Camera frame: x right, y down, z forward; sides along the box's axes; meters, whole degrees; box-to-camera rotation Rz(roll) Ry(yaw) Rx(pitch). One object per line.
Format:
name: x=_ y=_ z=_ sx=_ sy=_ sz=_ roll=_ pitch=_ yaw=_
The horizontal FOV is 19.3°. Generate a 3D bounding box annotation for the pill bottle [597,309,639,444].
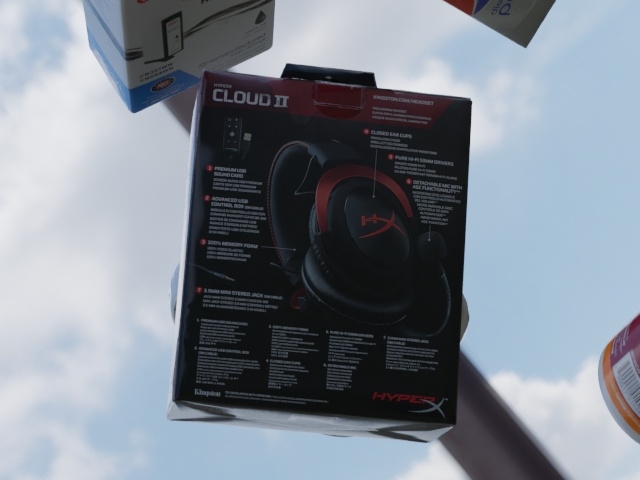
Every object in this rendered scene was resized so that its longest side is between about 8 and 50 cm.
pill bottle: x=0.222 y=0.047 z=1.005 sx=0.086 sy=0.086 sz=0.152 roll=-21 pitch=-21 yaw=-41

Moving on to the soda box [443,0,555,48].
soda box: x=0.112 y=-0.272 z=1.724 sx=0.286 sy=0.098 sz=0.091 roll=20 pitch=-75 yaw=-53

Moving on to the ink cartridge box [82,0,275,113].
ink cartridge box: x=-0.118 y=-0.213 z=1.578 sx=0.148 sy=0.086 sz=0.203 roll=-27 pitch=-20 yaw=-13

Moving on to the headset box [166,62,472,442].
headset box: x=0.000 y=0.000 z=1.477 sx=0.218 sy=0.293 sz=0.110 roll=5 pitch=-14 yaw=-7

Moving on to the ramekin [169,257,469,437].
ramekin: x=-0.013 y=0.064 z=1.695 sx=0.127 sy=0.273 sz=0.273 roll=-57 pitch=-13 yaw=-26
